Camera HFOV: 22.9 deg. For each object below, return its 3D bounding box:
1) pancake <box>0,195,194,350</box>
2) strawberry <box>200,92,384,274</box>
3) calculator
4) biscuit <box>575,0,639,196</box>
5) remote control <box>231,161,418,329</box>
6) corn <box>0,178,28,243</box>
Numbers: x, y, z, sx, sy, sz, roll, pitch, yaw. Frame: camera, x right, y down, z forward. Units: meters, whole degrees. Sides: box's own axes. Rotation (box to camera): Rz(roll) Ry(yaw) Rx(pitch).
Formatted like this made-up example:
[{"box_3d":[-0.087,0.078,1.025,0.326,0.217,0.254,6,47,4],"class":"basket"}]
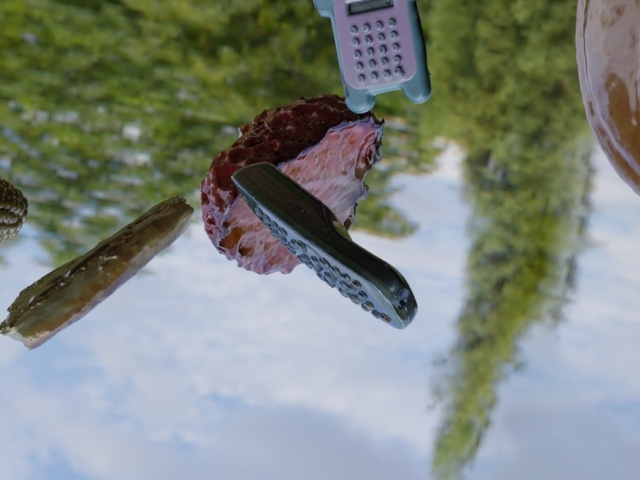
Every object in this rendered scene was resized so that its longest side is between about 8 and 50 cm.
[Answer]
[{"box_3d":[-0.286,0.045,1.917,0.266,0.057,0.244,-38,-170,-26],"class":"pancake"},{"box_3d":[-0.049,-0.064,1.454,0.111,0.190,0.236,39,-154,22],"class":"strawberry"},{"box_3d":[0.040,-0.167,1.164,0.094,0.141,0.019,-8,-176,27],"class":"calculator"},{"box_3d":[0.344,-0.147,1.216,0.078,0.349,0.455,-6,-163,-27],"class":"biscuit"},{"box_3d":[0.000,0.000,1.234,0.222,0.042,0.072,39,168,45],"class":"remote control"},{"box_3d":[-0.404,-0.038,1.578,0.101,0.101,0.292,21,-170,32],"class":"corn"}]
